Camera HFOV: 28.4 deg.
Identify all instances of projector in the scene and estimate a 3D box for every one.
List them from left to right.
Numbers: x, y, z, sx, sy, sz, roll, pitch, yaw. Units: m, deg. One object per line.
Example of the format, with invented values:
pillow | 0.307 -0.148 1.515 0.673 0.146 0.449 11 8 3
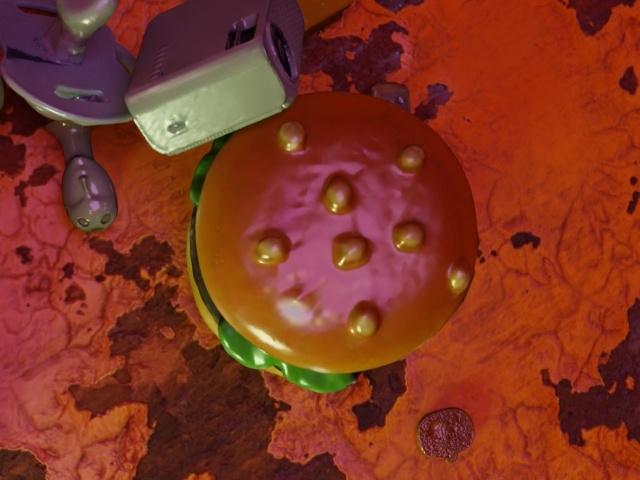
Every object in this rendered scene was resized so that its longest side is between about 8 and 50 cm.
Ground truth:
projector | -0.128 -0.234 1.639 0.198 0.250 0.108 -21 122 16

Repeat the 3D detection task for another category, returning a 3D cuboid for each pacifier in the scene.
pacifier | -0.313 -0.275 1.651 0.227 0.207 0.279 0 45 -35

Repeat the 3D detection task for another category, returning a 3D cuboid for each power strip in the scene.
power strip | 0.111 -0.096 1.865 0.064 0.044 0.305 -2 80 -20

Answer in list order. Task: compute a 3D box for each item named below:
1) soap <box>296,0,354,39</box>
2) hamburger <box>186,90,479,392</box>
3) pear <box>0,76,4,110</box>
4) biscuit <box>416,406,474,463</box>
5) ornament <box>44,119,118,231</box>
soap | -0.114 -0.426 1.823 0.204 0.096 0.324 -34 92 -21
hamburger | 0.000 0.000 1.661 0.395 0.277 0.396 2 79 -10
pear | -0.557 -0.202 1.591 0.286 0.176 0.282 -12 81 -22
biscuit | 0.181 0.283 1.830 0.091 0.015 0.078 -9 84 -20
ornament | -0.319 -0.088 1.698 0.075 0.081 0.156 -13 80 -8
